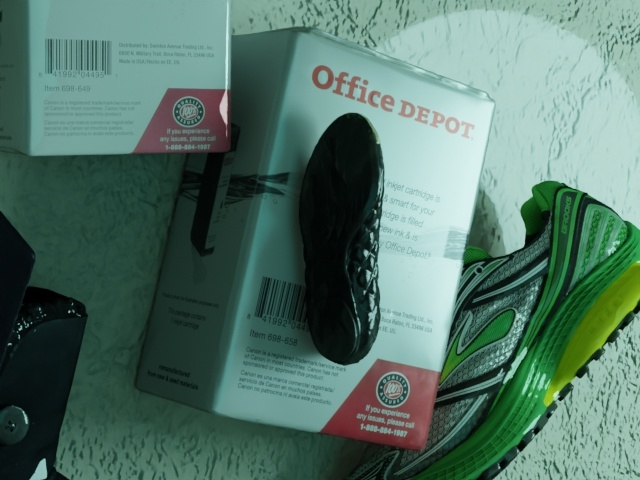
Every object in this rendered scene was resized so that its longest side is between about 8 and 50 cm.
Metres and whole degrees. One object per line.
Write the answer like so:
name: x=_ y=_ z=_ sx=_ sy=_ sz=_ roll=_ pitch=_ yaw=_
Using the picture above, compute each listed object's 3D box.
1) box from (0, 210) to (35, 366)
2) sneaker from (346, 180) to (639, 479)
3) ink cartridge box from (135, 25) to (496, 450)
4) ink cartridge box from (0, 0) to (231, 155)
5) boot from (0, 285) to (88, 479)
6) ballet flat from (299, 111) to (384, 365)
box: x=-0.315 y=0.064 z=0.739 sx=0.294 sy=0.296 sz=0.182 roll=-36 pitch=105 yaw=5
sneaker: x=0.126 y=0.098 z=1.275 sx=0.146 sy=0.134 sz=0.343 roll=41 pitch=74 yaw=6
ink cartridge box: x=0.000 y=0.000 z=1.156 sx=0.197 sy=0.114 sz=0.272 roll=15 pitch=86 yaw=-36
ink cartridge box: x=-0.146 y=-0.168 z=1.047 sx=0.159 sy=0.092 sz=0.217 roll=-3 pitch=98 yaw=-37
boot: x=-0.177 y=0.140 z=1.049 sx=0.247 sy=0.094 sz=0.207 roll=11 pitch=92 yaw=-31
ballet flat: x=0.016 y=-0.001 z=1.076 sx=0.049 sy=0.058 sz=0.173 roll=-11 pitch=104 yaw=-75
